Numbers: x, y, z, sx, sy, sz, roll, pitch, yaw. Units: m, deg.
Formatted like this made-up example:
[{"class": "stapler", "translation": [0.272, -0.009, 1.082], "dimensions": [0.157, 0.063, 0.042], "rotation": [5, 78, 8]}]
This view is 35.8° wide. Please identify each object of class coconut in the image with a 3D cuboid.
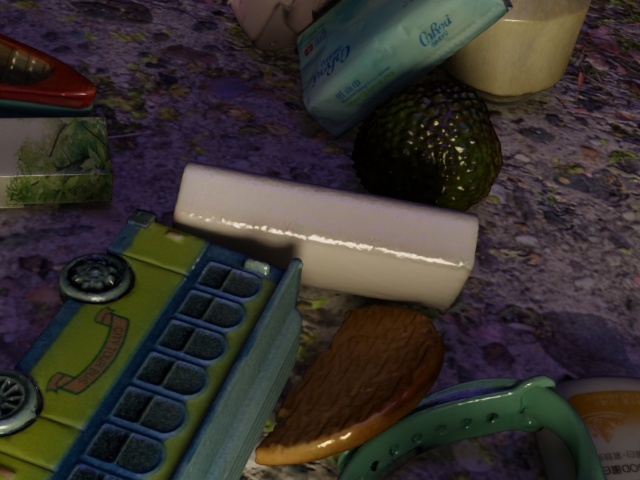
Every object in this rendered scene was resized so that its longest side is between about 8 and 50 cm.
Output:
[{"class": "coconut", "translation": [0.249, -0.305, 1.313], "dimensions": [0.202, 0.222, 0.202], "rotation": [3, 45, -3]}]

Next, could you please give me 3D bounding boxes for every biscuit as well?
[{"class": "biscuit", "translation": [0.040, 0.121, 0.867], "dimensions": [0.144, 0.033, 0.224], "rotation": [-11, 23, 27]}]

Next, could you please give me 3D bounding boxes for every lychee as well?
[{"class": "lychee", "translation": [0.117, -0.099, 1.110], "dimensions": [0.171, 0.171, 0.171], "rotation": [7, 41, -6]}]

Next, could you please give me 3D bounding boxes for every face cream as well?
[{"class": "face cream", "translation": [0.267, 0.239, 0.816], "dimensions": [0.143, 0.071, 0.291], "rotation": [0, 42, -3]}]

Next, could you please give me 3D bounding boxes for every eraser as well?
[{"class": "eraser", "translation": [0.000, 0.000, 0.951], "dimensions": [0.270, 0.174, 0.095], "rotation": [9, 74, -2]}]

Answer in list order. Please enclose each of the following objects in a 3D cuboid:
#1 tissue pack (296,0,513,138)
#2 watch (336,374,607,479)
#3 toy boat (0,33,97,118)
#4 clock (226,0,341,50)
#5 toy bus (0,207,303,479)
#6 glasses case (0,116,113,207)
[{"class": "tissue pack", "translation": [0.091, -0.265, 1.210], "dimensions": [0.089, 0.263, 0.177], "rotation": [37, 29, -34]}, {"class": "watch", "translation": [0.124, 0.203, 0.791], "dimensions": [0.237, 0.068, 0.195], "rotation": [-32, 43, -21]}, {"class": "toy boat", "translation": [-0.429, -0.204, 1.142], "dimensions": [0.392, 0.079, 0.136], "rotation": [21, 39, 12]}, {"class": "clock", "translation": [0.059, -0.383, 1.310], "dimensions": [0.322, 0.295, 0.113], "rotation": [-20, 74, -34]}, {"class": "toy bus", "translation": [-0.144, 0.131, 0.779], "dimensions": [0.190, 0.152, 0.312], "rotation": [17, 41, 10]}, {"class": "glasses case", "translation": [-0.357, -0.077, 1.030], "dimensions": [0.272, 0.062, 0.095], "rotation": [-2, 49, -16]}]
